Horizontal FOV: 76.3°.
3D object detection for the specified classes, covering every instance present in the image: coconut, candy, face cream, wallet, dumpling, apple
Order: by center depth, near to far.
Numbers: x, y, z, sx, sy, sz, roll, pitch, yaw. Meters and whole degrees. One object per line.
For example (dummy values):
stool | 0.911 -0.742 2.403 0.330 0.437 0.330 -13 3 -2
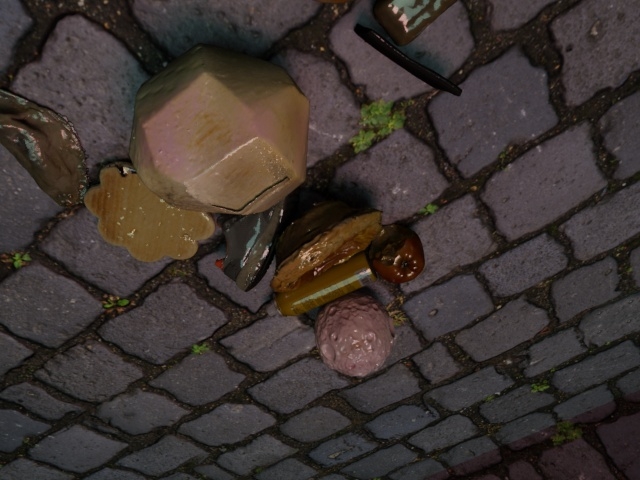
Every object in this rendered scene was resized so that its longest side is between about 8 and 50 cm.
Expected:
candy | 0.214 -0.497 0.791 0.234 0.102 0.104 -36 124 20
coconut | -0.178 -0.209 0.817 0.353 0.352 0.352 -4 127 -6
wallet | 0.183 -0.377 0.861 0.244 0.124 0.025 23 112 -24
dumpling | -0.623 -0.204 0.892 0.166 0.086 0.332 -22 131 11
apple | 0.221 0.046 1.162 0.156 0.158 0.147 -29 128 7
face cream | -0.007 0.143 1.232 0.349 0.105 0.105 -26 126 11

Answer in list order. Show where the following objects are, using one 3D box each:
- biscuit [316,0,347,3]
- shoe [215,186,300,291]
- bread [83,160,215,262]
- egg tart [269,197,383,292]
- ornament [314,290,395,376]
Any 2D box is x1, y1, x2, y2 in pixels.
biscuit | 0.018 -0.640 0.654 0.446 0.104 0.429 25 120 -21
shoe | -0.181 -0.043 1.068 0.171 0.132 0.336 28 103 7
bread | -0.423 -0.072 1.037 0.316 0.054 0.316 -4 126 -6
egg tart | 0.000 0.000 1.050 0.352 0.150 0.352 -34 168 -8
ornament | 0.112 0.285 1.258 0.225 0.259 0.259 -16 128 20
